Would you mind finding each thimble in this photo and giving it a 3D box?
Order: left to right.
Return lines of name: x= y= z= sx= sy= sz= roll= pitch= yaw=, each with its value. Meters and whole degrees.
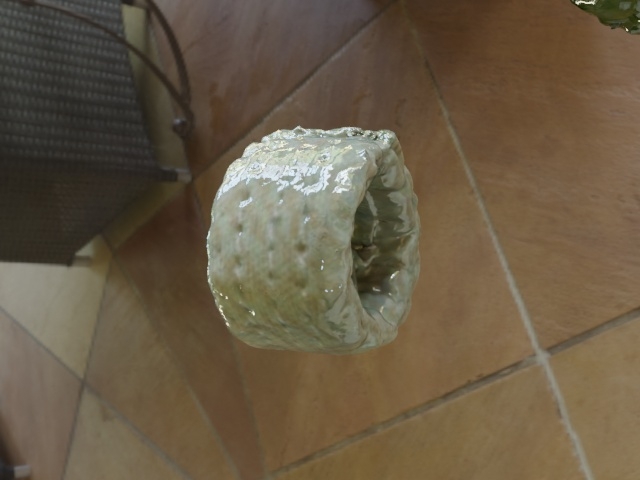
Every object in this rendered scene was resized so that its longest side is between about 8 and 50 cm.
thimble: x=0.000 y=0.000 z=1.073 sx=0.195 sy=0.291 sz=0.291 roll=3 pitch=89 yaw=24

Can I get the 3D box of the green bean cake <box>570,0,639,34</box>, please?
green bean cake: x=0.259 y=-0.344 z=0.643 sx=0.319 sy=0.335 sz=0.218 roll=57 pitch=168 yaw=15
